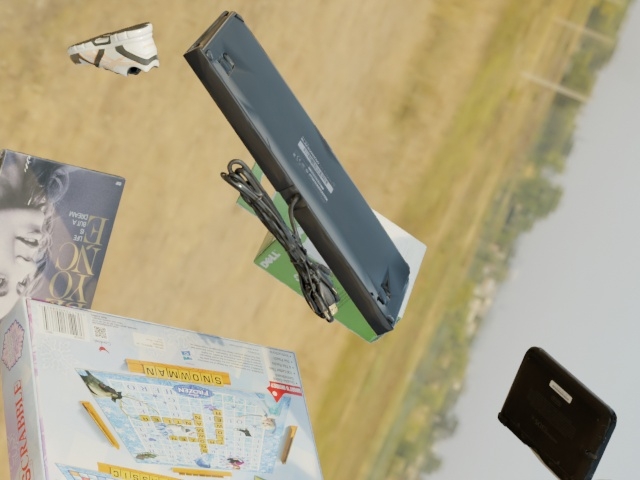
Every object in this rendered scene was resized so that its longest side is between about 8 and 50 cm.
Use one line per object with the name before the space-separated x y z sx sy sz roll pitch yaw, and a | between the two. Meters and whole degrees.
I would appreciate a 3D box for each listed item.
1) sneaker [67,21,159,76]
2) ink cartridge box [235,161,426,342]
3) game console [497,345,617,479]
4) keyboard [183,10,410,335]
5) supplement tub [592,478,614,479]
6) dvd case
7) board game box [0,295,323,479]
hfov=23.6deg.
sneaker | -0.184 -0.162 1.355 0.040 0.109 0.043 -31 109 -39
ink cartridge box | 0.000 0.000 1.577 0.062 0.209 0.109 -43 -162 45
game console | 0.204 0.159 1.230 0.122 0.071 0.107 43 -63 55
keyboard | -0.024 -0.044 1.372 0.033 0.317 0.201 -28 -163 25
supplement tub | 0.492 0.449 1.994 0.241 0.331 0.241 -170 -90 -83
dvd case | -0.324 0.017 1.781 0.165 0.018 0.221 13 95 -40
board game box | -0.138 0.225 1.450 0.066 0.319 0.318 -46 -137 37
